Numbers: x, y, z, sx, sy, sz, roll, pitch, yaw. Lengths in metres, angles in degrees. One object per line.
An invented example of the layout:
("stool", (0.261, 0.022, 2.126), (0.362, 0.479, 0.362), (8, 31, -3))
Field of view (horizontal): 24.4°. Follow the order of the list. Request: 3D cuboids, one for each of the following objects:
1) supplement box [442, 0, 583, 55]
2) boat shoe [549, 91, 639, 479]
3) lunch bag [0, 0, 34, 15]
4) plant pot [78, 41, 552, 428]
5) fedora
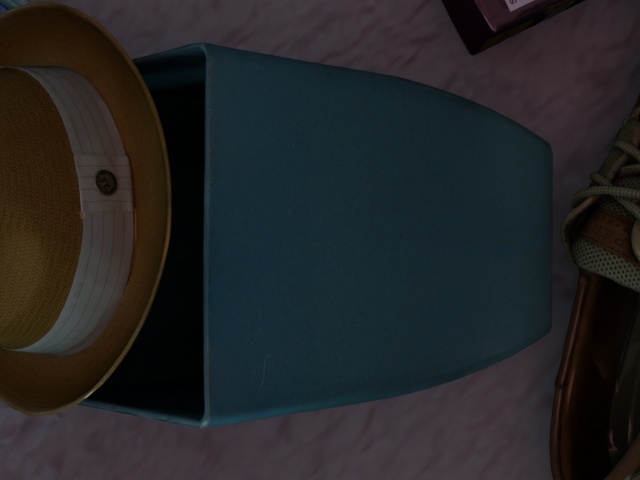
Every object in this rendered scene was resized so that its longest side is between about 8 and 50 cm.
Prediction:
("supplement box", (0.154, -0.183, 0.816), (0.188, 0.104, 0.080), (-26, 91, 0))
("boat shoe", (0.192, 0.002, 0.769), (0.120, 0.122, 0.324), (0, 102, -32))
("lunch bag", (-0.269, -0.085, 0.809), (0.279, 0.108, 0.224), (35, 83, -3))
("plant pot", (0.000, 0.000, 0.757), (0.234, 0.165, 0.165), (1, 89, -35))
("fedora", (-0.151, -0.016, 0.676), (0.194, 0.079, 0.194), (0, 89, 43))
